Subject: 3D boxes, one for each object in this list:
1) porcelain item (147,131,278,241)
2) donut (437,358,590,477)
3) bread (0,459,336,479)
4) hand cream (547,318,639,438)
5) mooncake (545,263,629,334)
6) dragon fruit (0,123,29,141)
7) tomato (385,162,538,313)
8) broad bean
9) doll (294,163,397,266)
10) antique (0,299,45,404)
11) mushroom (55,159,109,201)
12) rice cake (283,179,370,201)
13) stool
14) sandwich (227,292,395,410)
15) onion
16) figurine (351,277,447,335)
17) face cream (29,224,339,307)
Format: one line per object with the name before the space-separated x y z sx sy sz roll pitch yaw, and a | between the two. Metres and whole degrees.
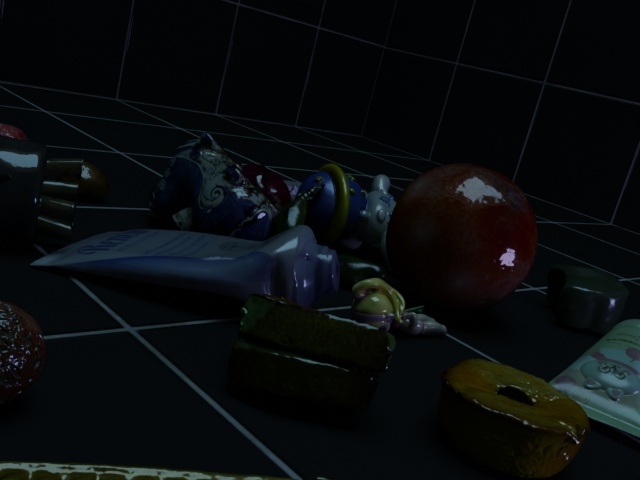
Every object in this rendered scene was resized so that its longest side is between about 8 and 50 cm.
porcelain item | -0.206 -0.070 1.271 0.288 0.186 0.138 49 2 41
donut | 0.213 0.203 0.808 0.174 0.075 0.190 15 10 8
bread | -0.118 0.199 0.494 0.367 0.077 0.084 11 18 -17
hand cream | 0.437 0.200 1.041 0.147 0.093 0.306 21 25 30
mooncake | 0.507 0.111 1.381 0.168 0.104 0.175 29 22 34
dragon fruit | -0.578 -0.122 1.249 0.153 0.153 0.111 -3 65 -49
tomato | 0.254 -0.007 1.236 0.265 0.265 0.265 13 14 -3
broad bean | 0.000 0.000 1.304 0.144 0.049 0.292 -27 47 -8
doll | 0.070 -0.031 1.469 0.242 0.159 0.311 20 28 -34
antique | -0.301 0.101 0.635 0.104 0.104 0.104 13 14 -3
mushroom | -0.477 -0.122 1.378 0.129 0.073 0.088 17 48 25
rice cake | 0.006 -0.117 1.853 0.365 0.056 0.072 6 11 -28
stool | -0.440 -0.078 1.072 0.139 0.153 0.228 9 15 -19
sandwich | -0.009 0.132 0.825 0.184 0.109 0.160 15 -6 10
onion | -0.153 -0.082 1.411 0.173 0.135 0.198 15 16 28
figurine | 0.118 0.109 1.083 0.187 0.083 0.083 17 11 -31
face cream | -0.179 0.032 1.058 0.420 0.137 0.235 5 14 10
